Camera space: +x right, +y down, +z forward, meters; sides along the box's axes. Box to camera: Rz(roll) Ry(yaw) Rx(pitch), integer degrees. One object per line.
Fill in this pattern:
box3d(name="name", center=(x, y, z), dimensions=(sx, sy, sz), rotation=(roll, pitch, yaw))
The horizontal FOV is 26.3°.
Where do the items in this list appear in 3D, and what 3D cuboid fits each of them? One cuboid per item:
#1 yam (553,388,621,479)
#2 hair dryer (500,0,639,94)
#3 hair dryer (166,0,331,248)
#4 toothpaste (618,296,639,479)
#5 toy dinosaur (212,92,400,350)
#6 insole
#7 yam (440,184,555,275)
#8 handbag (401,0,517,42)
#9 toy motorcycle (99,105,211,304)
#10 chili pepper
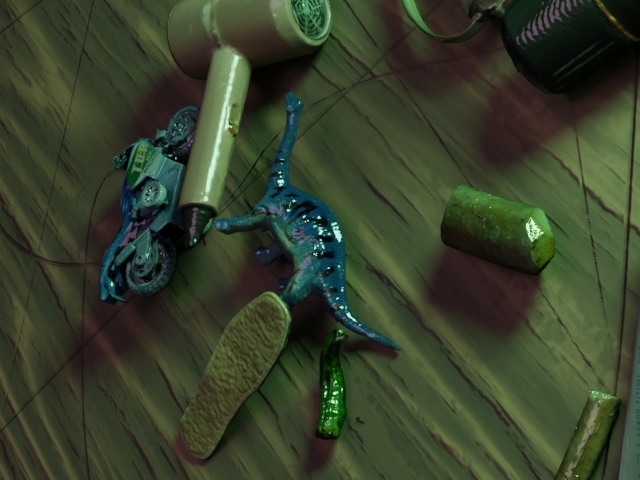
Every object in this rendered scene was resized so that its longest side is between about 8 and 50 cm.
box3d(name="yam", center=(0.232, 0.205, 1.239), dimensions=(0.032, 0.032, 0.145), rotation=(25, 93, 44))
box3d(name="hair dryer", center=(0.188, -0.321, 1.302), dimensions=(0.189, 0.107, 0.352), rotation=(-37, 95, 28))
box3d(name="hair dryer", center=(-0.102, -0.147, 1.586), dimensions=(0.189, 0.107, 0.344), rotation=(-7, 63, 38))
box3d(name="toothpaste", center=(0.312, 0.108, 1.185), dimensions=(0.114, 0.073, 0.299), rotation=(0, 82, 41))
box3d(name="toy dinosaur", center=(-0.027, 0.005, 1.508), dimensions=(0.144, 0.076, 0.329), rotation=(-31, 64, 23))
box3d(name="insole", center=(-0.099, 0.150, 1.511), dimensions=(0.081, 0.011, 0.248), rotation=(51, 127, 29))
box3d(name="yam", center=(0.176, -0.011, 1.342), dimensions=(0.146, 0.069, 0.070), rotation=(20, 88, 43))
box3d(name="handbag", center=(0.162, -0.339, 1.470), dimensions=(0.219, 0.079, 0.256), rotation=(-40, 52, 32))
box3d(name="toy motorcycle", center=(-0.209, -0.045, 1.672), dimensions=(0.135, 0.092, 0.254), rotation=(-4, 66, 40))
box3d(name="chili pepper", center=(0.014, 0.151, 1.444), dimensions=(0.055, 0.035, 0.118), rotation=(-175, 94, -70))
